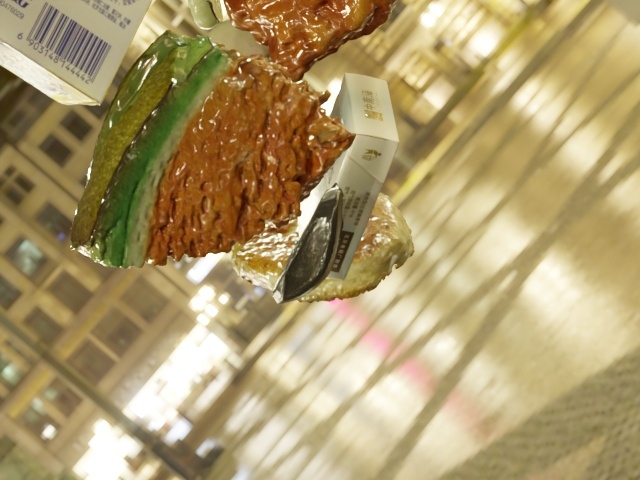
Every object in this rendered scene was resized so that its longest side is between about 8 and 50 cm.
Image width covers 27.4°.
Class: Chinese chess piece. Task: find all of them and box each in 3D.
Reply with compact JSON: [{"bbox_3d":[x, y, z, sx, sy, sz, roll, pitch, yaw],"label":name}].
[{"bbox_3d":[-0.166,-0.347,1.895,0.034,0.084,0.084,-13,8,10],"label":"Chinese chess piece"}]

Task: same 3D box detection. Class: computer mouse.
[{"bbox_3d":[-0.004,0.010,1.668,0.172,0.057,0.099,-62,1,7],"label":"computer mouse"}]

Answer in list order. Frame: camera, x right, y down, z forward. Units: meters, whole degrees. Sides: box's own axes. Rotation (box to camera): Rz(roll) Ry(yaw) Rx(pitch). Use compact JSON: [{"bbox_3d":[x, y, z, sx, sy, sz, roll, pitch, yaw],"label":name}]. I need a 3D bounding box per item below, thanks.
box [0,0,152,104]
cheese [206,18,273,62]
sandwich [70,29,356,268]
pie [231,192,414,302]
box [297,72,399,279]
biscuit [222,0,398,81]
[{"bbox_3d":[-0.310,-0.271,1.336,0.097,0.265,0.168,5,68,52],"label":"box"},{"bbox_3d":[-0.097,-0.262,1.786,0.082,0.163,0.286,-6,-69,-58],"label":"cheese"},{"bbox_3d":[-0.085,-0.054,0.967,0.184,0.160,0.109,-62,18,4],"label":"sandwich"},{"bbox_3d":[0.000,0.000,2.111,0.315,0.092,0.315,-10,27,5],"label":"pie"},{"bbox_3d":[0.034,-0.087,1.793,0.155,0.067,0.242,-98,23,-49],"label":"box"},{"bbox_3d":[-0.008,-0.395,1.596,0.318,0.312,0.110,-36,-1,-3],"label":"biscuit"}]
